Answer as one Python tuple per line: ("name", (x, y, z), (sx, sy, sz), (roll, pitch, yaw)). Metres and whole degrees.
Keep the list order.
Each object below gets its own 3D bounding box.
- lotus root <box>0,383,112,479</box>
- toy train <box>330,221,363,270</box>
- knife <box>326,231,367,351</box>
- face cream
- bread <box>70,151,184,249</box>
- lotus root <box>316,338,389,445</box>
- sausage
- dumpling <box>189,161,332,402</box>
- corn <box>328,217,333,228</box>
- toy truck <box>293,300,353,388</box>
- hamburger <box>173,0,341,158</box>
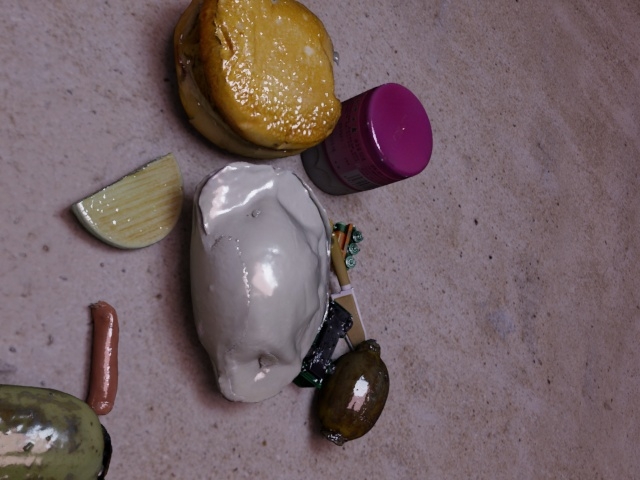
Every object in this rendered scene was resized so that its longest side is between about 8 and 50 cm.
("lotus root", (-0.395, 0.249, 0.713), (0.309, 0.173, 0.173), (12, 74, -32))
("toy train", (0.040, 0.012, 1.212), (0.064, 0.044, 0.103), (27, 64, -23))
("knife", (0.043, 0.104, 1.183), (0.046, 0.022, 0.256), (-16, 106, 2))
("face cream", (0.084, -0.182, 1.185), (0.175, 0.194, 0.175), (11, 74, -41))
("bread", (-0.272, -0.047, 0.952), (0.193, 0.036, 0.112), (-41, 113, -42))
("lotus root", (0.064, 0.268, 1.133), (0.120, 0.120, 0.210), (43, 57, -27))
("sausage", (-0.302, 0.162, 0.881), (0.042, 0.036, 0.158), (8, 75, -48))
("dumpling", (-0.077, 0.064, 0.999), (0.260, 0.181, 0.341), (-9, 74, -37))
("corn", (0.000, 0.000, 1.180), (0.037, 0.037, 0.092), (37, 58, -30))
("toy truck", (-0.002, 0.180, 1.112), (0.065, 0.079, 0.147), (42, 57, -26))
("hamburger", (-0.094, -0.285, 1.066), (0.314, 0.170, 0.290), (4, 82, -42))
